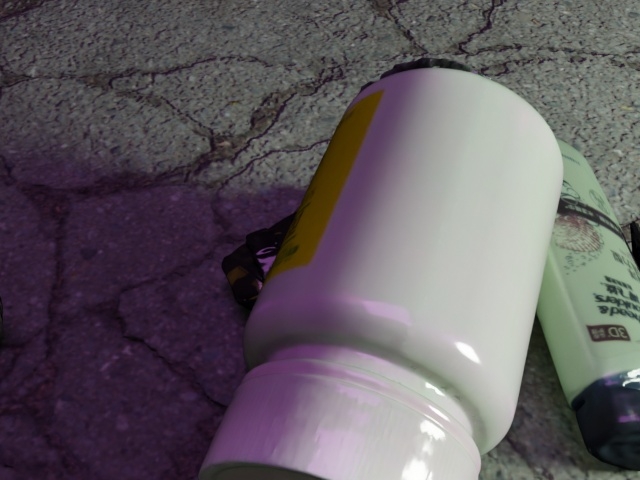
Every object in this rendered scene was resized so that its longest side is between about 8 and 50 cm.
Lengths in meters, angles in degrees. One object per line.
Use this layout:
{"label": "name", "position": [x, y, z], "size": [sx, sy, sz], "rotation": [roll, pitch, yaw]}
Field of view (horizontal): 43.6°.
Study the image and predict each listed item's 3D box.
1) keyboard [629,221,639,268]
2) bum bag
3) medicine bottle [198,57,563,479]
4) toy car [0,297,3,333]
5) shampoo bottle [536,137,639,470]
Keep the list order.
{"label": "keyboard", "position": [0.331, 0.072, 0.751], "size": [0.013, 0.061, 0.204], "rotation": [-18, 44, 11]}
{"label": "bum bag", "position": [0.000, 0.000, 0.810], "size": [0.106, 0.060, 0.232], "rotation": [36, 49, 19]}
{"label": "medicine bottle", "position": [0.063, 0.052, 0.642], "size": [0.213, 0.213, 0.379], "rotation": [14, 53, 12]}
{"label": "toy car", "position": [-0.363, 0.108, 0.670], "size": [0.209, 0.089, 0.108], "rotation": [-25, 52, -22]}
{"label": "shampoo bottle", "position": [0.259, 0.042, 0.761], "size": [0.134, 0.078, 0.359], "rotation": [17, 41, -21]}
